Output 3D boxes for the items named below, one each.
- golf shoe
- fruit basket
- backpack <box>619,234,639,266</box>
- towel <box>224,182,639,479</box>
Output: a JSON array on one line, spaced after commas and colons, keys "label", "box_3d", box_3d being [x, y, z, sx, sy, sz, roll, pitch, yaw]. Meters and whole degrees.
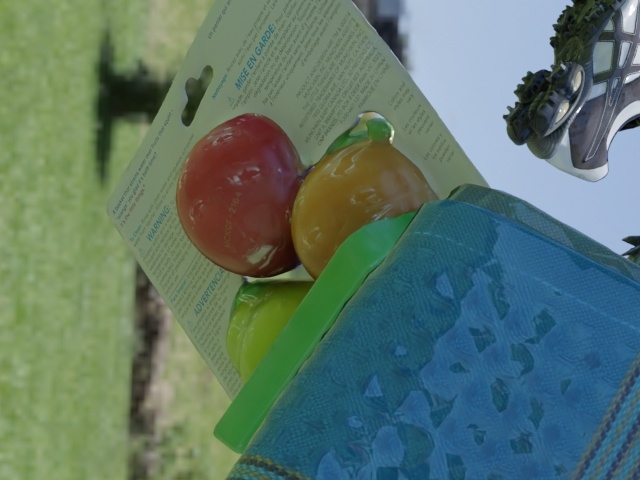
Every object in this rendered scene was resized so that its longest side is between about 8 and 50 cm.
[{"label": "golf shoe", "box_3d": [0.218, -0.132, 1.356, 0.198, 0.094, 0.077, -57, -162, -17]}, {"label": "fruit basket", "box_3d": [0.000, 0.000, 1.256, 0.353, 0.165, 0.327, 58, -45, 28]}, {"label": "backpack", "box_3d": [0.188, 0.057, 0.734, 0.188, 0.166, 0.144, -40, 158, -52]}, {"label": "towel", "box_3d": [0.061, 0.174, 0.535, 0.370, 0.271, 0.040, -55, 166, -26]}]
